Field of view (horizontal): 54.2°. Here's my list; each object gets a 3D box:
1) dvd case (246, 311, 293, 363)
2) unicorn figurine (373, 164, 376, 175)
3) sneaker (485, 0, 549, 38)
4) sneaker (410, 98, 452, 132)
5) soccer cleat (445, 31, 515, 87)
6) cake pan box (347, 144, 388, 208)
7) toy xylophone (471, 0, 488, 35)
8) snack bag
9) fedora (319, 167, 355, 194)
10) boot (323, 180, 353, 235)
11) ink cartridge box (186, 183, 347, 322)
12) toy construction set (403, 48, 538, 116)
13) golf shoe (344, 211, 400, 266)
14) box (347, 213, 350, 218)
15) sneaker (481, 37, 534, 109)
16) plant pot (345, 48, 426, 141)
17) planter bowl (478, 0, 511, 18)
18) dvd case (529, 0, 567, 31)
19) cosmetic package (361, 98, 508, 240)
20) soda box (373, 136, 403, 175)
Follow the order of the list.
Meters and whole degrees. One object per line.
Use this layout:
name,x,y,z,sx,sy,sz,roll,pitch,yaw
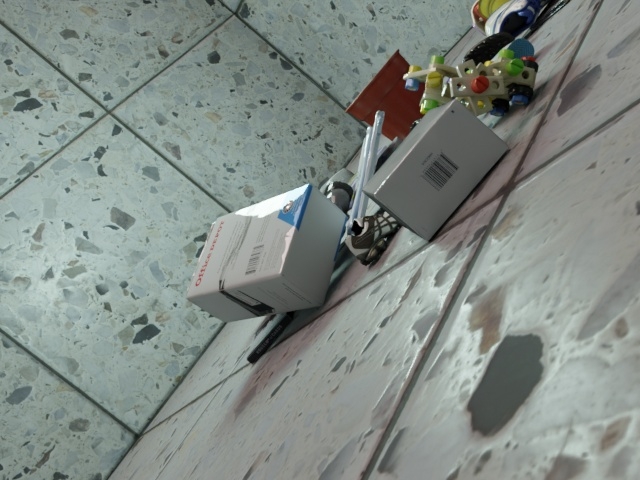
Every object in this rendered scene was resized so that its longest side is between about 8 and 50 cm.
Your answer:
dvd case,-0.146,0.261,1.886,0.179,0.030,0.238,-49,7,7
unicorn figurine,0.189,-0.185,1.926,0.060,0.111,0.162,-61,-7,-7
sneaker,0.603,-0.672,1.775,0.296,0.112,0.131,-50,22,29
sneaker,0.348,-0.334,1.763,0.106,0.101,0.267,-29,-4,-24
soccer cleat,0.444,-0.485,1.835,0.318,0.109,0.116,-49,2,35
cake pan box,0.168,-0.238,2.493,0.266,0.070,0.246,-52,8,-22
toy xylophone,0.660,-0.886,2.233,0.236,0.081,0.322,5,-39,-41
snack bag,0.119,-0.170,1.741,0.342,0.037,0.322,93,-172,-89
fedora,0.072,-0.216,2.770,0.275,0.124,0.244,-50,6,-2
boot,0.000,0.000,1.900,0.222,0.118,0.338,-78,4,-47
ink cartridge box,-0.150,0.046,1.695,0.395,0.166,0.285,-15,47,41
toy construction set,0.309,-0.322,1.285,0.327,0.215,0.151,-119,42,-77
golf shoe,0.126,-0.036,1.435,0.198,0.094,0.077,-53,5,-39
box,-0.030,0.003,2.394,0.242,0.076,0.307,-52,7,-21
sneaker,0.423,-0.391,1.536,0.229,0.087,0.092,-42,0,7
plant pot,0.270,-0.453,2.110,0.272,0.265,0.272,-50,5,6
planter bowl,0.665,-0.825,2.158,0.217,0.090,0.217,-17,-29,-10
dvd case,0.689,-0.699,1.753,0.221,0.018,0.164,-52,5,-16
cosmetic package,0.210,-0.135,1.211,0.224,0.138,0.224,-50,7,4
soda box,0.219,-0.207,1.768,0.091,0.098,0.286,-49,6,21
